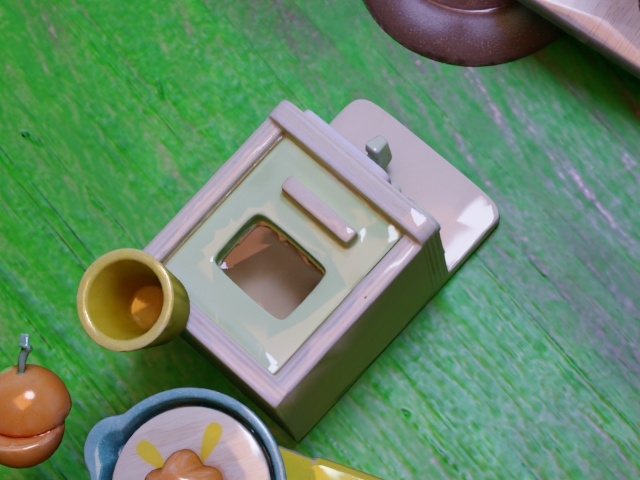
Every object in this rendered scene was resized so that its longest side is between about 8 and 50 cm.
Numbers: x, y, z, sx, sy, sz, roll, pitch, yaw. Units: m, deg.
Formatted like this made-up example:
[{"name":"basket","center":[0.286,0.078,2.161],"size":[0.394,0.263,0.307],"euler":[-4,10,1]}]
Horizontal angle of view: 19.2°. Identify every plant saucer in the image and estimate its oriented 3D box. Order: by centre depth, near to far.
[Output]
[{"name":"plant saucer","center":[0.123,-0.234,1.471],"size":[0.199,0.036,0.198],"euler":[-2,71,6]}]

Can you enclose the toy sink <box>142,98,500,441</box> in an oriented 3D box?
[{"name":"toy sink","center":[0.000,0.000,1.359],"size":[0.153,0.131,0.234],"euler":[41,81,17]}]

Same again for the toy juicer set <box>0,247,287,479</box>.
[{"name":"toy juicer set","center":[-0.113,0.186,1.233],"size":[0.209,0.089,0.329],"euler":[-36,75,8]}]

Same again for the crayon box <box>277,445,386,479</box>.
[{"name":"crayon box","center":[0.066,0.278,1.284],"size":[0.318,0.081,0.202],"euler":[19,76,13]}]

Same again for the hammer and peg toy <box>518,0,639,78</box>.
[{"name":"hammer and peg toy","center":[0.325,-0.268,1.384],"size":[0.266,0.127,0.361],"euler":[34,80,6]}]
